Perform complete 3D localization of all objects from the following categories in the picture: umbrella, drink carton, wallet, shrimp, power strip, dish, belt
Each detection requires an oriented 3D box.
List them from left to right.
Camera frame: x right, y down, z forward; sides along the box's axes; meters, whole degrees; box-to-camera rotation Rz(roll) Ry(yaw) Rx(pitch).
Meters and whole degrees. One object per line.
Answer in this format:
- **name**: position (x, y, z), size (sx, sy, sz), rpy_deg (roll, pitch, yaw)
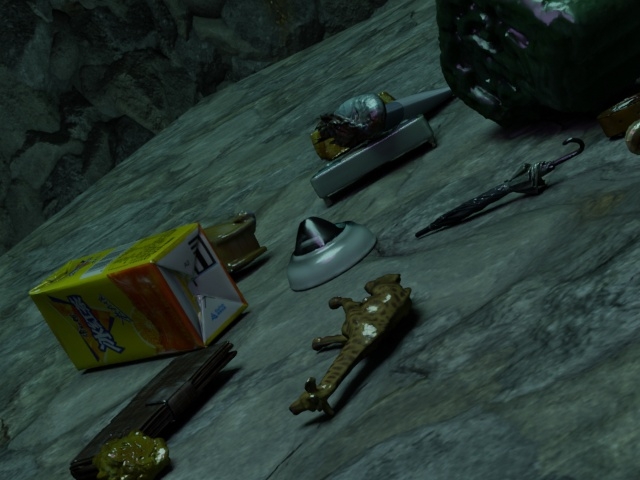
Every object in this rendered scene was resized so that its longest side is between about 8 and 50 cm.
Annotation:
- **drink carton**: position (-0.275, 0.091, 2.011), size (0.351, 0.154, 0.111), rpy_deg (-15, 20, 48)
- **wallet**: position (-0.204, 0.209, 1.682), size (0.124, 0.042, 0.230), rpy_deg (-21, 16, 45)
- **dish**: position (0.000, 0.000, 1.913), size (0.141, 0.078, 0.141), rpy_deg (-29, 13, 7)
- **shrimp**: position (0.046, -0.189, 2.277), size (0.090, 0.079, 0.233), rpy_deg (6, -13, -27)
- **power strip**: position (0.090, -0.140, 2.283), size (0.215, 0.061, 0.145), rpy_deg (-28, 7, 8)
- **umbrella**: position (0.230, -0.055, 1.740), size (0.269, 0.044, 0.044), rpy_deg (-32, 36, 34)
- **belt**: position (0.396, -0.162, 1.738), size (0.083, 0.036, 0.059), rpy_deg (-27, 8, 16)

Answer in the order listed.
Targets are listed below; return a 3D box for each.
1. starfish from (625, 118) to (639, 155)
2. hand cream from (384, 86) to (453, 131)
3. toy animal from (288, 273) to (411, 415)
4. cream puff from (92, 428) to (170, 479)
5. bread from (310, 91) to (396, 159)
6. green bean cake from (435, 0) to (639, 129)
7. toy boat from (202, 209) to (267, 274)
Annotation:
- **starfish**: position (0.495, -0.191, 1.501), size (0.327, 0.094, 0.375), rpy_deg (-49, 27, -24)
- **hand cream**: position (0.149, -0.232, 2.419), size (0.079, 0.048, 0.255), rpy_deg (-11, 11, 45)
- **toy animal**: position (0.038, 0.108, 1.512), size (0.149, 0.054, 0.275), rpy_deg (-30, 14, 14)
- **cream puff**: position (-0.212, 0.252, 1.532), size (0.083, 0.083, 0.058), rpy_deg (-69, -6, -52)
- **bread**: position (0.069, -0.221, 2.592), size (0.187, 0.065, 0.103), rpy_deg (-29, 8, 3)
- **green bean cake**: position (0.305, -0.283, 1.937), size (0.169, 0.300, 0.308), rpy_deg (-36, 53, -18)
- **toy boat**: position (-0.212, 0.032, 2.230), size (0.321, 0.089, 0.121), rpy_deg (-21, 11, 40)
